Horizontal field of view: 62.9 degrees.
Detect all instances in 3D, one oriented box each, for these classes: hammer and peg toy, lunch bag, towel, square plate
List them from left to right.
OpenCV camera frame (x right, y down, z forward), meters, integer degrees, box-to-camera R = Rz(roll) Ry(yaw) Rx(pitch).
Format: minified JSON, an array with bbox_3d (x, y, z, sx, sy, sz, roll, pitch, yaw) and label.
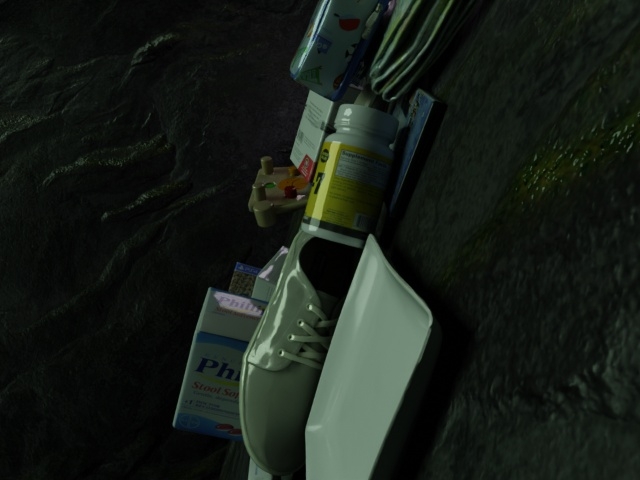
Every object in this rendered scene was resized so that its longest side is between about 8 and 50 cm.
[{"bbox_3d":[-0.078,-0.134,1.583,0.361,0.266,0.127,-87,-7,-56],"label":"hammer and peg toy"},{"bbox_3d":[0.040,-0.387,0.933,0.243,0.115,0.303,-62,14,21],"label":"lunch bag"},{"bbox_3d":[0.052,0.191,0.650,0.347,0.049,0.344,-107,34,-76],"label":"square plate"},{"bbox_3d":[0.187,-0.439,0.798,0.320,0.090,0.374,131,156,-66],"label":"towel"}]

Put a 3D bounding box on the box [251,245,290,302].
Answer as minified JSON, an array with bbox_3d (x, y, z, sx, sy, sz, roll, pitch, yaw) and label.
[{"bbox_3d":[-0.104,0.144,1.424,0.182,0.119,0.181,-54,-15,-56],"label":"box"}]

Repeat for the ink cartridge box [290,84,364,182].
[{"bbox_3d":[0.025,-0.310,1.445,0.197,0.114,0.273,-122,45,-56],"label":"ink cartridge box"}]

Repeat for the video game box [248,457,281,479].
[{"bbox_3d":[-0.097,0.463,0.957,0.187,0.048,0.205,-95,1,-76],"label":"video game box"}]

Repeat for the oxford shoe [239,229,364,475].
[{"bbox_3d":[-0.025,0.166,0.895,0.130,0.169,0.449,-20,51,62],"label":"oxford shoe"}]

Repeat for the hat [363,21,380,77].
[{"bbox_3d":[0.162,-0.375,1.121,0.173,0.183,0.208,-47,38,15],"label":"hat"}]

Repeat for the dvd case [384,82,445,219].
[{"bbox_3d":[0.136,-0.160,0.859,0.253,0.022,0.180,-92,18,-66],"label":"dvd case"}]

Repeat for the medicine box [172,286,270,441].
[{"bbox_3d":[-0.146,0.276,1.106,0.149,0.263,0.289,-87,15,-58],"label":"medicine box"}]

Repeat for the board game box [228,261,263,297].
[{"bbox_3d":[-0.188,0.249,1.592,0.141,0.232,0.291,121,163,-60],"label":"board game box"}]

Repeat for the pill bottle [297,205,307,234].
[{"bbox_3d":[0.019,-0.029,1.080,0.117,0.117,0.208,-87,14,-58],"label":"pill bottle"}]

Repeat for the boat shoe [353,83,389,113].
[{"bbox_3d":[0.088,-0.195,1.097,0.112,0.095,0.335,-88,20,-49],"label":"boat shoe"}]

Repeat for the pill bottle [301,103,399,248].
[{"bbox_3d":[0.050,-0.100,0.831,0.119,0.119,0.208,-150,76,-82],"label":"pill bottle"}]
